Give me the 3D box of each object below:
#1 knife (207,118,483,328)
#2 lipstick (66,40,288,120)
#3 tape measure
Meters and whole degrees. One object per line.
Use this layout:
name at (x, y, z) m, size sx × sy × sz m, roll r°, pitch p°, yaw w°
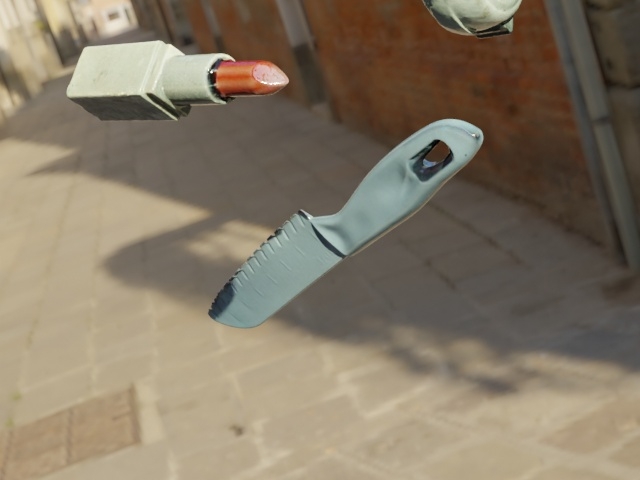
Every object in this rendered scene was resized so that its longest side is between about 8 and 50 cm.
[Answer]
knife at (0.000, 0.000, 0.787) m, size 0.019 × 0.044 × 0.313 m, roll -54°, pitch 8°, yaw -35°
lipstick at (-0.065, -0.076, 0.642) m, size 0.129 × 0.030 × 0.030 m, roll 3°, pitch -22°, yaw 40°
tape measure at (0.105, -0.328, 1.238) m, size 0.084 × 0.330 × 0.164 m, roll -10°, pitch 48°, yaw 32°
